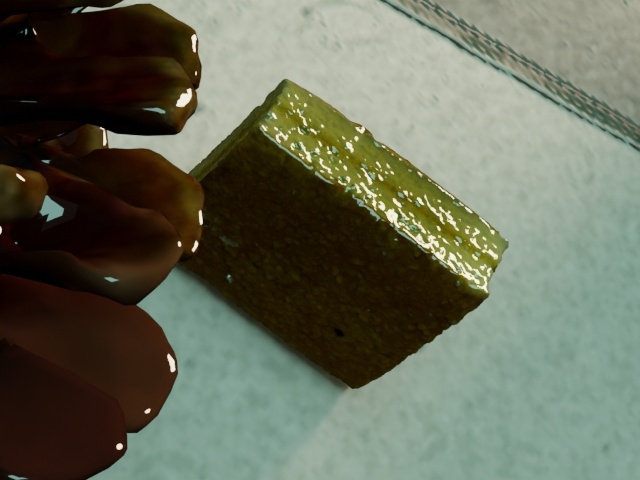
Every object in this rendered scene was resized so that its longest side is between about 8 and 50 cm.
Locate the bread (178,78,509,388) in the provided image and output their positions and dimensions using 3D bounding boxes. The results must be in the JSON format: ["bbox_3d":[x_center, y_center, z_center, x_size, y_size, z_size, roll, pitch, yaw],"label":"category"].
[{"bbox_3d":[0.000,0.000,0.601,0.094,0.090,0.035,36,53,-9],"label":"bread"}]

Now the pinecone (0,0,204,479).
[{"bbox_3d":[-0.145,-0.018,0.434,0.264,0.264,0.264,10,65,-23],"label":"pinecone"}]
